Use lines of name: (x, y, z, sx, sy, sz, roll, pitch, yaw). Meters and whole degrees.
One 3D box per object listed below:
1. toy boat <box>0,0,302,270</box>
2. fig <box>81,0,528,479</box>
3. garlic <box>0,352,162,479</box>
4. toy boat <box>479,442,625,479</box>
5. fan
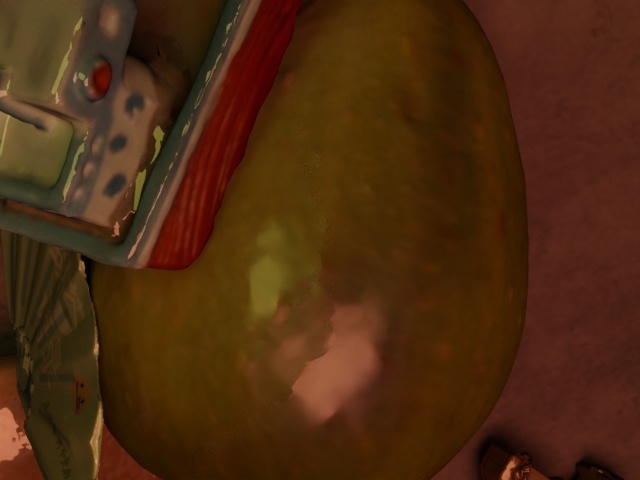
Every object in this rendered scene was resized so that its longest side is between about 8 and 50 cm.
toy boat: (-0.090, -0.156, 0.926, 0.133, 0.145, 0.332, 23, 85, -54)
fig: (0.000, 0.000, 1.048, 0.258, 0.258, 0.326, 14, 99, -19)
garlic: (-0.182, 0.163, 1.170, 0.217, 0.110, 0.228, -35, 117, -5)
toy boat: (0.199, 0.201, 1.305, 0.206, 0.064, 0.072, 31, 89, -27)
fan: (-0.157, 0.055, 1.048, 0.009, 0.240, 0.131, 2, 148, -31)
